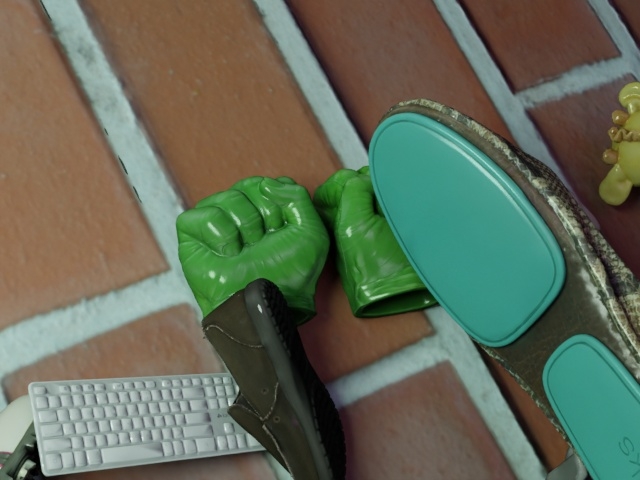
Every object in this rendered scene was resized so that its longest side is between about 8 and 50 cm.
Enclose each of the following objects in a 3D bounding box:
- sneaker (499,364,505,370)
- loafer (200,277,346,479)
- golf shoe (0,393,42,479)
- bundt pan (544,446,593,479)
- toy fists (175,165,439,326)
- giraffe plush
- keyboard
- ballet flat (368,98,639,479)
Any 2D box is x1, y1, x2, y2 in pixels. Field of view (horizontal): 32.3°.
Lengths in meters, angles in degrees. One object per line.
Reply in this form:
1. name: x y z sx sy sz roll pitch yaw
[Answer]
1. sneaker: 0.262 0.089 1.135 0.225 0.088 0.093 4 44 -21
2. loafer: -0.039 0.140 0.959 0.080 0.078 0.220 -57 128 -72
3. golf shoe: -0.300 0.206 0.824 0.120 0.105 0.273 32 56 5
4. bundt pan: 0.342 0.294 1.033 0.330 0.124 0.331 9 64 -19
5. toy fists: 0.000 0.000 1.050 0.279 0.096 0.142 -7 68 -24
6. giraffe plush: 0.403 -0.087 1.233 0.170 0.210 0.181 10 62 15
7. keyboard: -0.126 0.147 0.916 0.256 0.014 0.072 4 59 -47
8. ballet flat: 0.230 0.067 0.977 0.182 0.164 0.483 -15 62 -45
